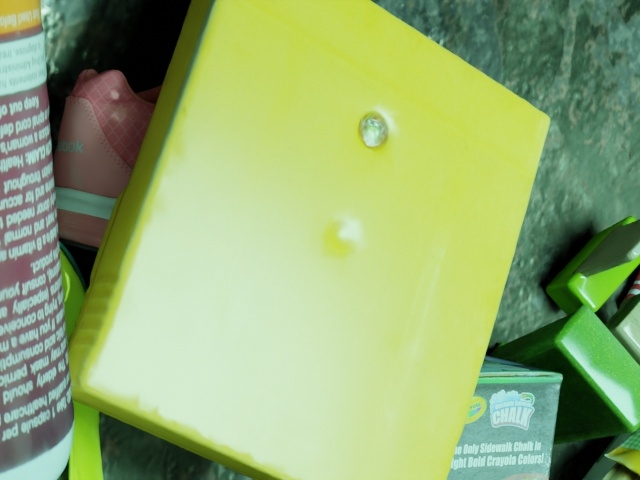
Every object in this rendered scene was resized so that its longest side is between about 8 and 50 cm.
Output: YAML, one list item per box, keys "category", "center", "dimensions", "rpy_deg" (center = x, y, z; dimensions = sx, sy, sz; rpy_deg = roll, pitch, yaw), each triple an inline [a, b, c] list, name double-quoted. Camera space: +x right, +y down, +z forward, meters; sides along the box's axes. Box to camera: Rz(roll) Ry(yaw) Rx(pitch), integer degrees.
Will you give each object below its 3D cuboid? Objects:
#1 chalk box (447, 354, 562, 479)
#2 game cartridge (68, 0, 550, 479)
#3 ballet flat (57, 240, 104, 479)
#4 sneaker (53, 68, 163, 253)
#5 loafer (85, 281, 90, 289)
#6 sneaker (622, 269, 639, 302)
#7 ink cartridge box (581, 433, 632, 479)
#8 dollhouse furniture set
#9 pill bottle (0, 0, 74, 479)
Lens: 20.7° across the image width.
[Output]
- category: "chalk box"
  center: [0.089, 0.147, 1.338]
  dimensions: [0.132, 0.132, 0.213]
  rpy_deg: [4, 93, -40]
- category: "game cartridge"
  center: [0.000, 0.000, 1.148]
  dimensions: [0.285, 0.053, 0.323]
  rpy_deg: [29, 70, -29]
- category: "ballet flat"
  center: [-0.180, 0.111, 1.117]
  dimensions: [0.077, 0.077, 0.231]
  rpy_deg: [-37, 130, -52]
- category: "sneaker"
  center: [-0.044, -0.056, 1.200]
  dimensions: [0.314, 0.116, 0.136]
  rpy_deg: [-1, 96, -41]
- category: "loafer"
  center: [-0.091, 0.081, 1.204]
  dimensions: [0.220, 0.078, 0.080]
  rpy_deg: [11, 90, -41]
- category: "sneaker"
  center: [0.311, 0.075, 1.576]
  dimensions: [0.118, 0.042, 0.067]
  rpy_deg: [51, 60, -25]
- category: "ink cartridge box"
  center: [0.321, 0.278, 1.585]
  dimensions: [0.154, 0.093, 0.212]
  rpy_deg: [-47, 125, -26]
- category: "dollhouse furniture set"
  center: [0.309, 0.141, 1.435]
  dimensions: [0.301, 0.151, 0.197]
  rpy_deg: [49, 64, -5]
- category: "pill bottle"
  center: [-0.253, 0.036, 0.961]
  dimensions: [0.224, 0.224, 0.392]
  rpy_deg: [-12, 104, -39]
